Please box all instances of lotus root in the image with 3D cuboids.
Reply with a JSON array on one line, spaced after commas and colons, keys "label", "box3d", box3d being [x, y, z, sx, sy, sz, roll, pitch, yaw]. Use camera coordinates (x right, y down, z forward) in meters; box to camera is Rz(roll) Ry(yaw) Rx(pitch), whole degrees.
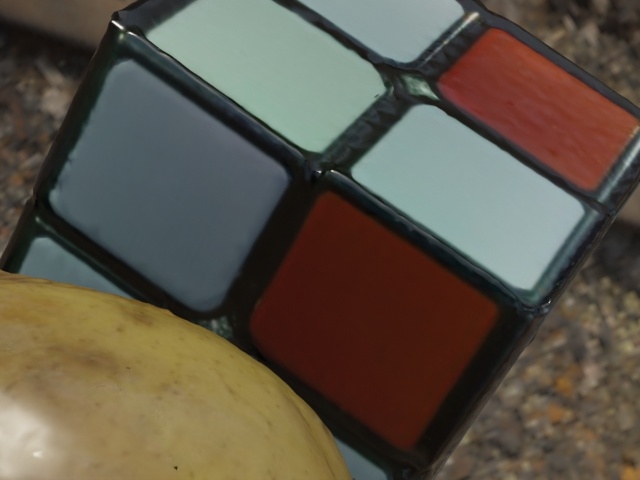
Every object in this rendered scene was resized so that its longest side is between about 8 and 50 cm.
[{"label": "lotus root", "box3d": [-0.057, 0.068, 0.407, 0.221, 0.118, 0.125, 12, 15, -11]}]

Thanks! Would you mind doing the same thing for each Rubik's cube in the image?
[{"label": "Rubik's cube", "box3d": [0.000, 0.000, 0.721, 0.180, 0.167, 0.183, 36, 34, 9]}]
